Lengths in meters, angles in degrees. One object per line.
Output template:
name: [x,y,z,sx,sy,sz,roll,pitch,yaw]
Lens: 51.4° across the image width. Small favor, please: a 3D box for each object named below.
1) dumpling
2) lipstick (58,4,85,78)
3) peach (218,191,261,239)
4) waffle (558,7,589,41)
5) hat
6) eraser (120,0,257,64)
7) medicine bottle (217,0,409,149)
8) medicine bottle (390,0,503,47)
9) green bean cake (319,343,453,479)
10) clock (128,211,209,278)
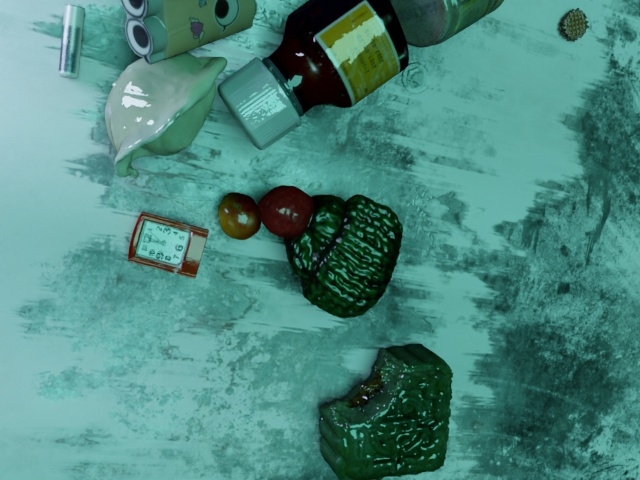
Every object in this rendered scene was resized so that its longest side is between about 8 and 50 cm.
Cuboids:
dumpling: [-0.321,-0.265,1.313,0.187,0.243,0.318,41,96,-20]
lipstick: [-0.501,-0.398,1.339,0.040,0.040,0.141,7,96,-20]
peach: [-0.180,-0.057,1.474,0.100,0.100,0.101,-3,99,-19]
waffle: [0.659,-0.560,1.733,0.075,0.029,0.083,36,89,-18]
hat: [0.000,0.000,1.492,0.332,0.242,0.274,29,63,-13]
eraser: [-0.252,-0.472,1.313,0.290,0.087,0.171,-36,137,-40]
medicine bottle: [-0.024,-0.372,1.422,0.395,0.242,0.242,-31,108,1]
medicine bottle: [0.286,-0.535,1.463,0.322,0.151,0.151,-40,112,-43]
green bean cake: [0.162,0.423,1.636,0.307,0.169,0.300,-2,99,-18]
clock: [-0.334,0.009,1.453,0.155,0.061,0.113,16,93,-18]
